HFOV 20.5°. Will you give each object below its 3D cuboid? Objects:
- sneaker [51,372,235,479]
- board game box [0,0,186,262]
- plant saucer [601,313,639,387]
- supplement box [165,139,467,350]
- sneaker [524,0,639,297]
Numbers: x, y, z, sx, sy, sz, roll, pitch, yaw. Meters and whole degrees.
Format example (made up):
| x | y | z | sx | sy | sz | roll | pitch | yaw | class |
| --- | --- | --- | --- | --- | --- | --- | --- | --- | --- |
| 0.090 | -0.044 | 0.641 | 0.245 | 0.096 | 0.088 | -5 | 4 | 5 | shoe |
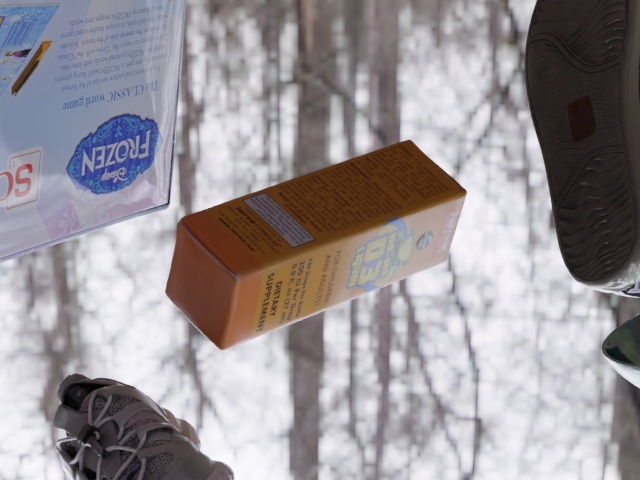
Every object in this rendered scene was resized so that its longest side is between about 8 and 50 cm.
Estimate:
| x | y | z | sx | sy | sz | roll | pitch | yaw | class |
| --- | --- | --- | --- | --- | --- | --- | --- | --- | --- |
| -0.142 | 0.161 | 1.225 | 0.115 | 0.105 | 0.281 | 37 | 176 | -14 | sneaker |
| -0.166 | -0.141 | 0.781 | 0.066 | 0.318 | 0.318 | 15 | -162 | 26 | board game box |
| 0.350 | 0.054 | 1.198 | 0.317 | 0.044 | 0.317 | -16 | -175 | 1 | plant saucer |
| 0.000 | 0.000 | 1.330 | 0.233 | 0.078 | 0.080 | -23 | -130 | -37 | supplement box |
| 0.188 | -0.067 | 1.024 | 0.118 | 0.222 | 0.083 | 15 | 157 | -39 | sneaker |
